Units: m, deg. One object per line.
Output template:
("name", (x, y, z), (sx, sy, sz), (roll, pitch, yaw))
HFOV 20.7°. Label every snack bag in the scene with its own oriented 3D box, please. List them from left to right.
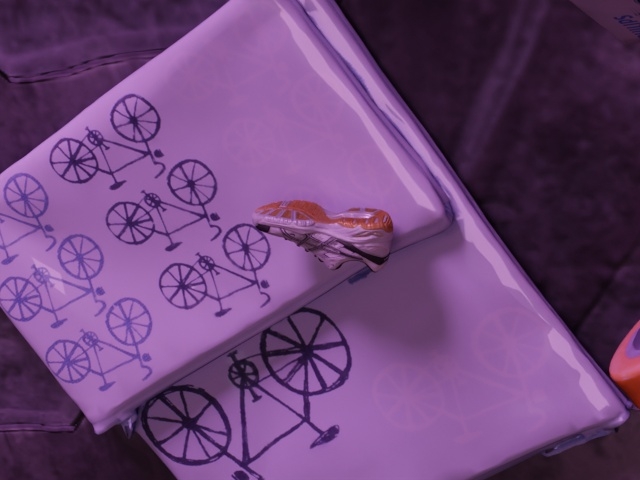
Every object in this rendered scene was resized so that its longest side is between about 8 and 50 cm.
("snack bag", (-0.032, 0.048, 1.072), (0.323, 0.037, 0.342), (-31, 102, 32))

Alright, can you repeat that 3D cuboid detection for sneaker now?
("sneaker", (0.000, 0.000, 0.994), (0.083, 0.032, 0.037), (9, 118, 18))

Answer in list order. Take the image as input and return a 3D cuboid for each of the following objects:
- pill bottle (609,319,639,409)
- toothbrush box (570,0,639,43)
("pill bottle", (0.267, 0.127, 0.934), (0.246, 0.130, 0.130), (45, 124, -4))
("toothbrush box", (0.237, -0.211, 0.720), (0.283, 0.122, 0.206), (-6, 81, 27))
